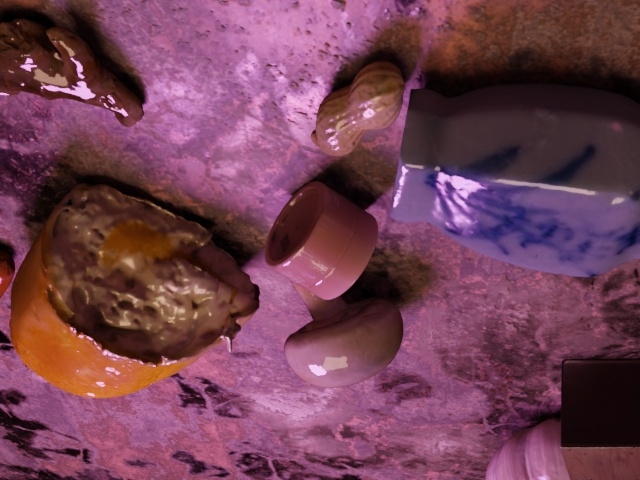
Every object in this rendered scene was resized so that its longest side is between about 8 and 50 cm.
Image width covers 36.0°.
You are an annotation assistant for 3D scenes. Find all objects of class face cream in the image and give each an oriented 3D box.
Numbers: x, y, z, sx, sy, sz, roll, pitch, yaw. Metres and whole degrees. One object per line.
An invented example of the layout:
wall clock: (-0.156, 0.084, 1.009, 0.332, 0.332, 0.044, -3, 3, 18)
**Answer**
face cream: (0.000, 0.000, 1.463, 0.104, 0.149, 0.149, 32, 139, -24)

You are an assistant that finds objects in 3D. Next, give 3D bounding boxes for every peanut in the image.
peanut: (0.047, -0.167, 1.288, 0.082, 0.082, 0.187, 30, 141, -24)

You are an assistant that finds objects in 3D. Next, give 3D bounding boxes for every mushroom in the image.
mushroom: (0.024, 0.134, 1.639, 0.207, 0.207, 0.215, -24, 96, 39)

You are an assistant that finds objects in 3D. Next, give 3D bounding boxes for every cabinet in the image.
cabinet: (0.539, 0.318, 1.721, 0.215, 0.174, 0.148, -5, 141, 20)

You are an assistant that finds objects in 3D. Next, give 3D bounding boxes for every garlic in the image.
garlic: (0.474, 0.475, 1.929, 0.322, 0.241, 0.322, 17, 132, 20)

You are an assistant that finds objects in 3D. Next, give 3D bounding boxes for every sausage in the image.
sausage: (-0.611, 0.077, 1.804, 0.076, 0.076, 0.197, 28, 140, -21)

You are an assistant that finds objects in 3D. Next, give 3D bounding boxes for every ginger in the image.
ginger: (-0.397, -0.239, 1.312, 0.333, 0.080, 0.166, 19, 155, -5)

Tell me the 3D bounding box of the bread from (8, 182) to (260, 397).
bread: (-0.341, 0.132, 1.651, 0.361, 0.250, 0.394, 27, 143, -18)

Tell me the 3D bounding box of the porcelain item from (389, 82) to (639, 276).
porcelain item: (0.299, -0.078, 1.252, 0.405, 0.178, 0.242, 11, 145, 5)

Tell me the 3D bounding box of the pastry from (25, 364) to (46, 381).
pastry: (-0.463, 0.228, 1.939, 0.265, 0.103, 0.112, -6, 158, 13)
